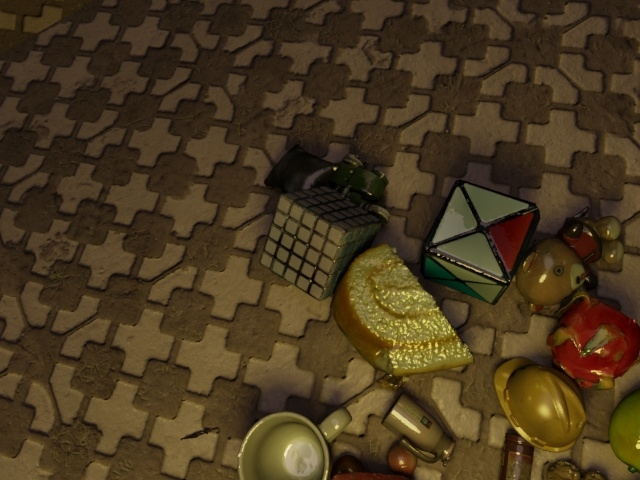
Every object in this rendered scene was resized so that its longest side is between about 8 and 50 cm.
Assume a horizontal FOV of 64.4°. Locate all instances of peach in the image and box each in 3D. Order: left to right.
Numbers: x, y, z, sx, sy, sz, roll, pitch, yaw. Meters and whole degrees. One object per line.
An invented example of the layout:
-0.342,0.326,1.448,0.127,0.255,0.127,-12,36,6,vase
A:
0.216,0.584,1.347,0.083,0.083,0.083,-3,69,9,peach

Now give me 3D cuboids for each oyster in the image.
0.206,0.402,1.446,0.093,0.034,0.051,-32,60,2,oyster

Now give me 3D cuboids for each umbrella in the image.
-0.354,0.566,1.491,0.122,0.013,0.022,-13,89,3,umbrella

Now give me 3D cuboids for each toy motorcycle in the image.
0.130,-0.157,1.629,0.275,0.127,0.205,25,74,25,toy motorcycle

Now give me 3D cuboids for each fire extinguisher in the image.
0.491,0.621,1.271,0.075,0.106,0.252,18,72,-5,fire extinguisher

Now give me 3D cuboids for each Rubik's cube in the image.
0.000,0.000,1.479,0.238,0.237,0.237,31,114,21,Rubik's cube
0.442,0.010,1.437,0.248,0.246,0.250,24,75,18,Rubik's cube

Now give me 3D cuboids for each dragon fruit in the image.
0.705,0.265,1.321,0.224,0.224,0.227,42,93,21,dragon fruit

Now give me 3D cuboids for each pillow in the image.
-0.065,-0.216,1.661,0.186,0.106,0.250,-50,44,-7,pillow

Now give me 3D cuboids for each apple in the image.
0.076,0.630,1.342,0.099,0.102,0.114,10,70,15,apple

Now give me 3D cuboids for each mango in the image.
0.872,0.438,1.250,0.343,0.156,0.192,-30,76,-6,mango

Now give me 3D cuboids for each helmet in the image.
0.580,0.398,1.294,0.205,0.140,0.257,-19,62,-22,helmet

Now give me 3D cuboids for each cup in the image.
-0.041,0.538,1.315,0.301,0.257,0.227,-39,70,-5,cup

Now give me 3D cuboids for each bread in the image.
0.205,0.233,1.405,0.264,0.239,0.395,-33,70,-1,bread

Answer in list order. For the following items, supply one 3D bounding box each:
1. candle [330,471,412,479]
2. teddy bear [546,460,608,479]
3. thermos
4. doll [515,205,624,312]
0.105,0.688,1.247,0.317,0.131,0.287,-35,111,-2,candle
0.685,0.668,1.196,0.256,0.156,0.267,-1,68,8,teddy bear
0.261,0.513,1.345,0.193,0.137,0.105,36,121,13,thermos
0.682,0.047,1.420,0.330,0.235,0.174,-35,38,-14,doll
